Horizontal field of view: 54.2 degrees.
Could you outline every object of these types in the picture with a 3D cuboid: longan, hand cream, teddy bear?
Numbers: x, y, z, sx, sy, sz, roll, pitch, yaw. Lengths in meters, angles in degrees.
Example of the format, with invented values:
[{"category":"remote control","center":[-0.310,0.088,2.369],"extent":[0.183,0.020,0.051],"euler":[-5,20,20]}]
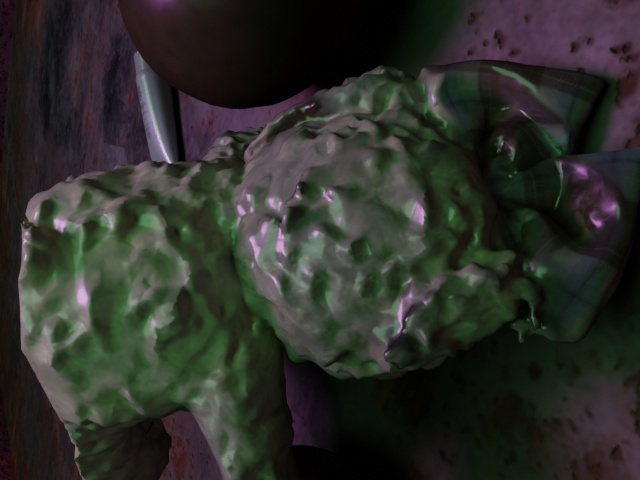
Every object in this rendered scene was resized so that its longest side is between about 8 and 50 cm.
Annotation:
[{"category":"longan","center":[-0.068,-0.227,0.524],"extent":[0.245,0.215,0.246],"euler":[-14,66,34]},{"category":"hand cream","center":[-0.239,-0.180,0.925],"extent":[0.078,0.049,0.205],"euler":[-17,81,52]},{"category":"teddy bear","center":[-0.016,0.049,0.475],"extent":[0.375,0.361,0.328],"euler":[97,167,-55]}]

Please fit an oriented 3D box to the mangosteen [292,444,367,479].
[{"category":"mangosteen","center":[-0.008,0.255,0.499],"extent":[0.184,0.172,0.173],"euler":[10,99,52]}]
